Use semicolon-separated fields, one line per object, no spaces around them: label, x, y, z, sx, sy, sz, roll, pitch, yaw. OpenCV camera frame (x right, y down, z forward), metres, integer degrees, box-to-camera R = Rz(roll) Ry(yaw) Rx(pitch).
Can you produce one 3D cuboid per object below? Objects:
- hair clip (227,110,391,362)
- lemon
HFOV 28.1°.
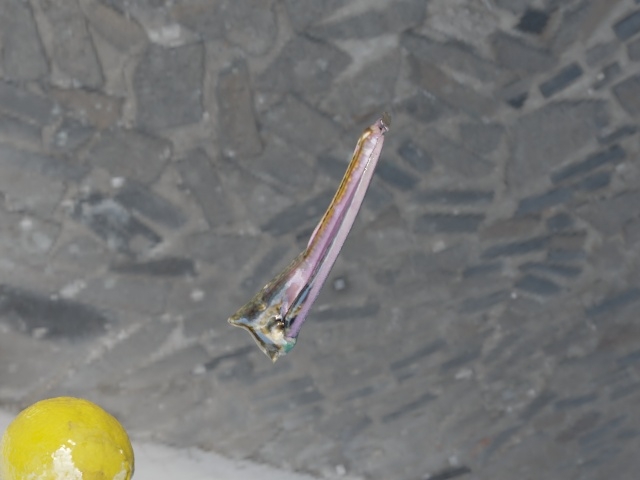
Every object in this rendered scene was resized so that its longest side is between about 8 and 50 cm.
hair clip;0.000;0.001;1.608;0.358;0.096;0.110;-57;158;18
lemon;-0.343;0.298;1.721;0.181;0.180;0.193;3;163;-21
